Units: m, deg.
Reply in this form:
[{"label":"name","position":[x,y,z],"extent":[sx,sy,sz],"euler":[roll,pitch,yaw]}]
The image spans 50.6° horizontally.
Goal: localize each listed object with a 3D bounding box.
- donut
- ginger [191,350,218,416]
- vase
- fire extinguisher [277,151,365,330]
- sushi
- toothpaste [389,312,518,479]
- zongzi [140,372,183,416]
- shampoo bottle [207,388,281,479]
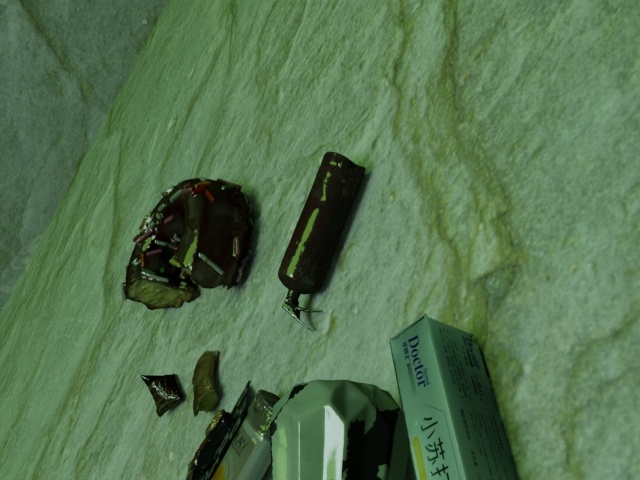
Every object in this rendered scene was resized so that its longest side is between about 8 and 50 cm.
[{"label":"donut","position":[-0.261,-0.007,1.344],"extent":[0.345,0.136,0.259],"euler":[-15,59,47]},{"label":"ginger","position":[-0.197,0.248,1.160],"extent":[0.137,0.044,0.057],"euler":[-102,20,-52]},{"label":"vase","position":[0.012,0.337,0.715],"extent":[0.165,0.165,0.360],"euler":[-24,53,45]},{"label":"fire extinguisher","position":[0.000,0.000,1.040],"extent":[0.089,0.072,0.267],"euler":[18,80,20]},{"label":"sushi","position":[-0.170,0.311,1.034],"extent":[0.201,0.031,0.139],"euler":[-61,7,2]},{"label":"toothpaste","position":[0.142,0.223,0.666],"extent":[0.071,0.089,0.312],"euler":[-44,38,35]},{"label":"zongzi","position":[-0.286,0.272,1.264],"extent":[0.067,0.073,0.083],"euler":[-45,77,26]},{"label":"shampoo bottle","position":[-0.117,0.332,0.974],"extent":[0.227,0.056,0.086],"euler":[-60,30,4]}]
